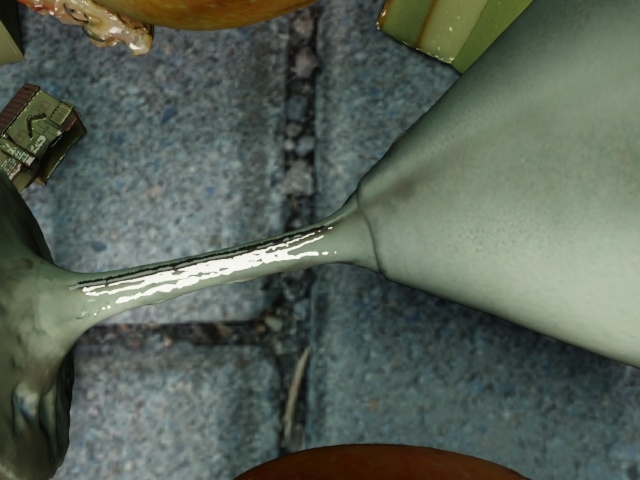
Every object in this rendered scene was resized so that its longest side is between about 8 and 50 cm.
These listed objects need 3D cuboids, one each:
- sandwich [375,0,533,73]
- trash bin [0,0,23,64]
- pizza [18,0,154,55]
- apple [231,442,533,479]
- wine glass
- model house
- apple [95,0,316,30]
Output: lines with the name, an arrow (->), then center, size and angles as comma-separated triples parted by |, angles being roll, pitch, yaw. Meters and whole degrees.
sandwich -> 0.128, -0.231, 0.714 | 0.117, 0.144, 0.187 | 30, 75, 16
trash bin -> -0.255, -0.186, 0.769 | 0.043, 0.061, 0.092 | -10, 68, 1
pizza -> -0.219, -0.222, 0.740 | 0.053, 0.193, 0.201 | -39, 59, 37
apple -> 0.045, 0.227, 0.516 | 0.272, 0.206, 0.252 | 1, 93, -6
wine glass -> 0.000, 0.000, 0.597 | 0.406, 0.267, 0.267 | -13, 70, 5
model house -> -0.217, -0.071, 0.729 | 0.058, 0.057, 0.083 | 33, 78, 10
apple -> -0.071, -0.282, 0.645 | 0.319, 0.319, 0.277 | 15, 52, 9
